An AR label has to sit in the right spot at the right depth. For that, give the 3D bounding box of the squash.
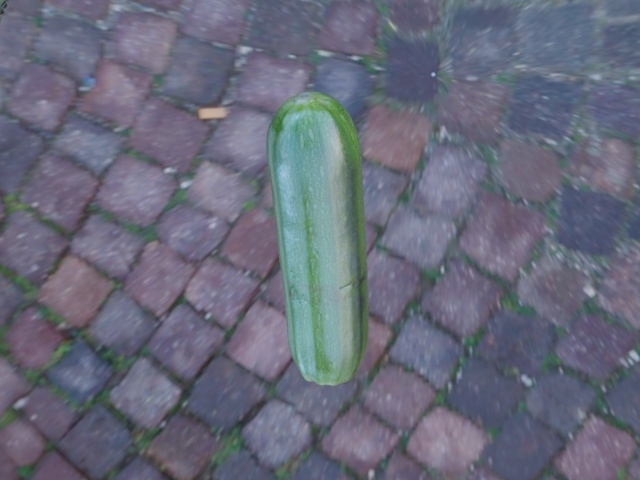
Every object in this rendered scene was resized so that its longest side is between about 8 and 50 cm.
[{"bbox_3d":[0.000,0.000,1.079,0.066,0.066,0.229,-1,123,4],"label":"squash"}]

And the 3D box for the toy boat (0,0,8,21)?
[{"bbox_3d":[-0.291,-0.165,1.139,0.111,0.276,0.084,33,101,-13],"label":"toy boat"}]
